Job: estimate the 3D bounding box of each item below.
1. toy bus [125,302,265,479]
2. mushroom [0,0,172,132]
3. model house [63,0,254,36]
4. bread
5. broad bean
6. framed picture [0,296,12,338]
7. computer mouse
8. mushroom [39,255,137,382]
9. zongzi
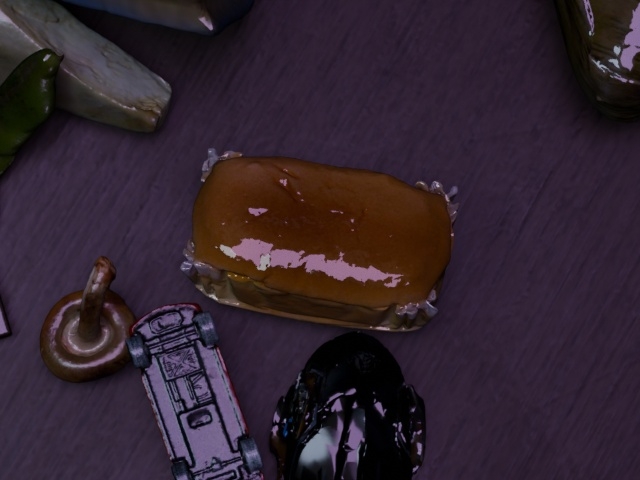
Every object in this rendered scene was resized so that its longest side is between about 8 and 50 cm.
[{"bbox_3d":[-0.113,0.155,1.699,0.081,0.089,0.195,-20,83,-6],"label":"toy bus"},{"bbox_3d":[-0.299,-0.193,1.748,0.333,0.107,0.087,19,44,2],"label":"mushroom"},{"bbox_3d":[-0.200,-0.398,1.685,0.335,0.342,0.382,14,71,9],"label":"model house"},{"bbox_3d":[0.000,0.000,1.716,0.241,0.107,0.136,11,70,1],"label":"bread"},{"bbox_3d":[-0.287,-0.106,1.727,0.061,0.046,0.195,45,121,32],"label":"broad bean"},{"bbox_3d":[-0.376,0.029,1.744,0.128,0.023,0.168,-18,82,-5],"label":"framed picture"},{"bbox_3d":[0.024,0.199,1.705,0.147,0.077,0.241,5,80,0],"label":"computer mouse"},{"bbox_3d":[-0.205,0.070,1.714,0.088,0.073,0.129,31,115,17],"label":"mushroom"},{"bbox_3d":[0.219,-0.296,1.752,0.361,0.160,0.322,14,79,0],"label":"zongzi"}]
